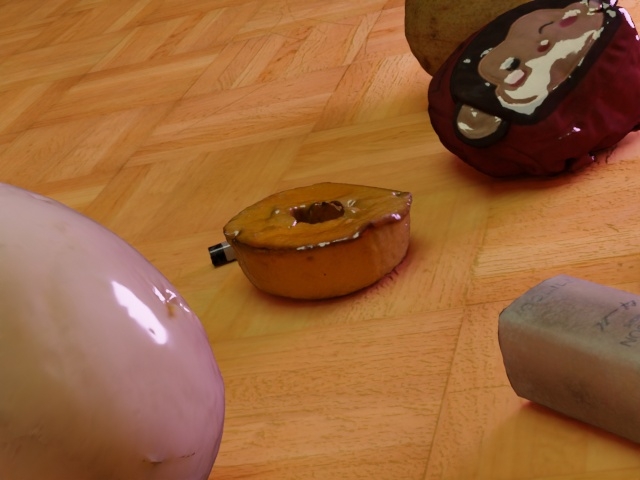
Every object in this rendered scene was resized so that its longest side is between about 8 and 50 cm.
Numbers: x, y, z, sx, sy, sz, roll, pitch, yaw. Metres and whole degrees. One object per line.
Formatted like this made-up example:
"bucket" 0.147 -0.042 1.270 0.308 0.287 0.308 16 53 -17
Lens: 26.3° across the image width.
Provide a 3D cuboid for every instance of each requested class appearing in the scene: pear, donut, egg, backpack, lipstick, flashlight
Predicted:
"pear" 0.203 -0.269 1.557 0.211 0.188 0.228 4 31 33
"donut" 0.000 0.000 1.243 0.162 0.065 0.178 -24 22 -30
"egg" -0.236 0.121 0.846 0.345 0.283 0.283 -31 23 -1
"backpack" 0.208 -0.151 1.362 0.229 0.139 0.229 -23 35 17
"lipstick" 0.225 0.087 0.856 0.079 0.077 0.253 -29 25 -28
"flashlight" -0.069 0.003 1.338 0.083 0.018 0.018 -20 24 -6
